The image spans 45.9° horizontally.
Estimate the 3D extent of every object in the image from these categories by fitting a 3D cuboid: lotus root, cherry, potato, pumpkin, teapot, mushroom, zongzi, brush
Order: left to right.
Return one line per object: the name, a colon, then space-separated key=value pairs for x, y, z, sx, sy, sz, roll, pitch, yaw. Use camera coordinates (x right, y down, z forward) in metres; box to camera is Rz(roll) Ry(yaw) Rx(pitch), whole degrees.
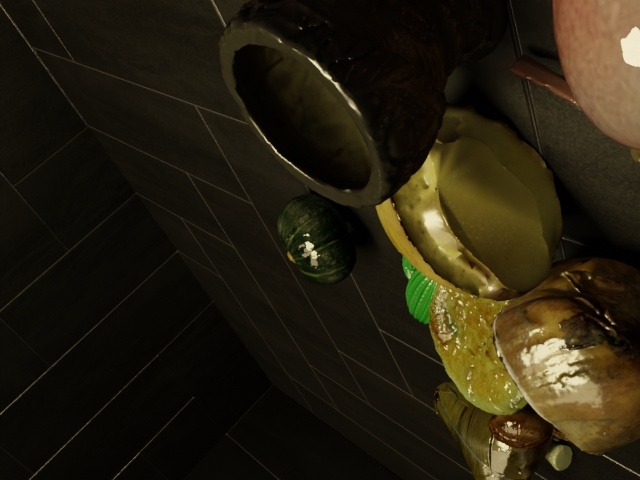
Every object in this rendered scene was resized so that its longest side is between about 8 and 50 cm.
pumpkin: x=-0.002 y=0.000 z=1.618 sx=0.212 sy=0.152 sz=0.211 roll=58 pitch=-178 yaw=-4
potato: x=0.184 y=-0.050 z=1.069 sx=0.285 sy=0.243 sz=0.242 roll=38 pitch=162 yaw=-7
zongzi: x=0.365 y=0.497 z=1.721 sx=0.286 sy=0.138 sz=0.300 roll=21 pitch=109 yaw=52
mushroom: x=0.366 y=0.343 z=1.392 sx=0.109 sy=0.085 sz=0.126 roll=37 pitch=168 yaw=20
teapot: x=0.508 y=0.462 z=1.667 sx=0.083 sy=0.057 sz=0.067 roll=16 pitch=110 yaw=60
lotus root: x=0.375 y=0.129 z=1.004 sx=0.272 sy=0.272 sz=0.192 roll=43 pitch=141 yaw=6
brush: x=0.328 y=-0.131 z=0.803 sx=0.301 sy=0.084 sz=0.071 roll=40 pitch=162 yaw=31
cherry: x=0.278 y=-0.189 z=0.582 sx=0.239 sy=0.206 sz=0.239 roll=41 pitch=173 yaw=6

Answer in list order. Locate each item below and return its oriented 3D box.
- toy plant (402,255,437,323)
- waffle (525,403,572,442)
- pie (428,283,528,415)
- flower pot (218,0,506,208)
toy plant: x=0.210 y=0.077 z=1.443 sx=0.154 sy=0.088 sz=0.240 roll=45 pitch=156 yaw=46
waffle: x=0.397 y=0.240 z=1.379 sx=0.308 sy=0.091 sz=0.212 roll=53 pitch=160 yaw=-21
pie: x=0.283 y=0.146 z=1.250 sx=0.277 sy=0.078 sz=0.277 roll=13 pitch=105 yaw=57
flower pot: x=0.061 y=-0.217 z=0.876 sx=0.266 sy=0.267 sz=0.267 roll=37 pitch=158 yaw=18
